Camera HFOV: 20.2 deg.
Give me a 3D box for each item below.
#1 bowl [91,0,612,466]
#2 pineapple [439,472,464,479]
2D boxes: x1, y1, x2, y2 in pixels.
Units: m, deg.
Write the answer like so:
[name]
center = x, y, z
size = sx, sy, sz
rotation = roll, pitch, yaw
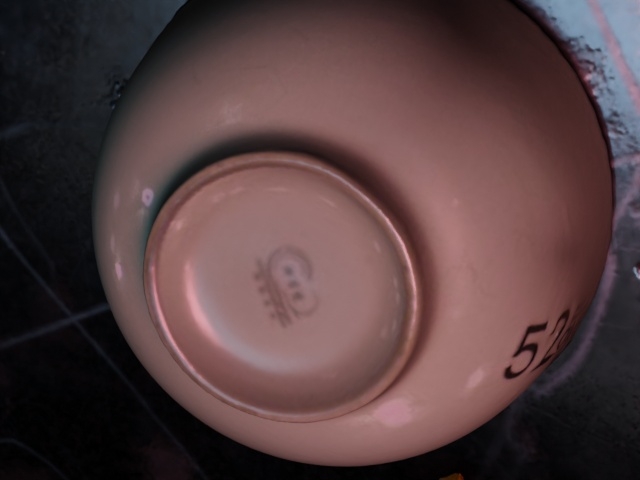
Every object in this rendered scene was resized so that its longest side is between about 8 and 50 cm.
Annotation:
[bowl]
center = 0.000, 0.000, 1.141
size = 0.353, 0.185, 0.354
rotation = 5, 111, 15
[pineapple]
center = 0.050, 0.208, 1.258
size = 0.077, 0.114, 0.114
rotation = 42, 113, 19
